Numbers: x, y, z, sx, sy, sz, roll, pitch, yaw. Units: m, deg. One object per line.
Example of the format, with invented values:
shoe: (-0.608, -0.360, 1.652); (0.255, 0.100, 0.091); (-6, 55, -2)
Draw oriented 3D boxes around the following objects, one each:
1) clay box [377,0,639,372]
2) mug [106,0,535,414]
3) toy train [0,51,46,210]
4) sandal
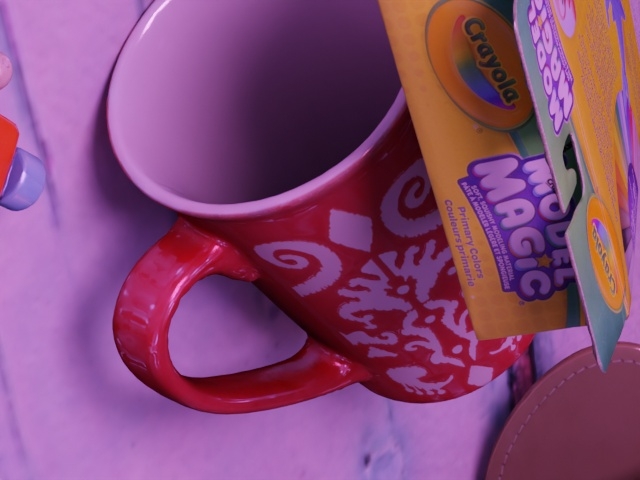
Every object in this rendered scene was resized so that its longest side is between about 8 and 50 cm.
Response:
clay box: (0.065, -0.067, 0.627); (0.222, 0.053, 0.127); (-71, 148, -55)
mug: (-0.002, -0.008, 0.707); (0.150, 0.113, 0.169); (-32, 143, 6)
toy train: (-0.154, -0.012, 0.548); (0.166, 0.046, 0.125); (24, 77, -52)
sandal: (0.119, 0.138, 0.940); (0.079, 0.088, 0.240); (-68, 166, -65)
